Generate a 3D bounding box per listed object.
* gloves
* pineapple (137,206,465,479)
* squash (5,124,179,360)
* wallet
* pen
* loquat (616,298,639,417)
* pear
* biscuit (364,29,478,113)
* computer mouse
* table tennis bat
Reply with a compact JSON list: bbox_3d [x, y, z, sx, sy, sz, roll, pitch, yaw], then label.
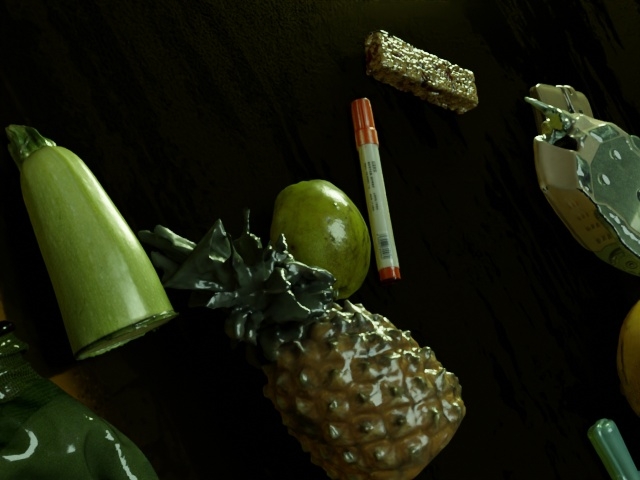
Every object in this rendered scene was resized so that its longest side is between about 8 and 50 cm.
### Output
[{"bbox_3d":[-0.194,0.180,0.758,0.268,0.107,0.135,47,33,9],"label":"gloves"},{"bbox_3d":[-0.022,0.085,0.948,0.340,0.169,0.169,45,44,-7],"label":"pineapple"},{"bbox_3d":[-0.214,-0.009,0.866,0.094,0.094,0.224,-19,75,-48],"label":"squash"},{"bbox_3d":[0.387,-0.188,1.579,0.153,0.039,0.118,0,71,-43],"label":"wallet"},{"bbox_3d":[0.065,-0.061,1.198,0.028,0.028,0.239,11,62,-41],"label":"pen"},{"bbox_3d":[0.524,0.169,1.384,0.235,0.235,0.235,22,55,-36],"label":"loquat"},{"bbox_3d":[0.000,0.000,1.045,0.107,0.107,0.131,-1,63,-45],"label":"pear"},{"bbox_3d":[0.137,-0.223,1.351,0.199,0.034,0.064,14,60,-39],"label":"biscuit"},{"bbox_3d":[0.426,-0.067,1.504,0.389,0.115,0.199,39,56,-9],"label":"computer mouse"},{"bbox_3d":[0.421,0.348,1.333,0.153,0.040,0.244,-32,96,-52],"label":"table tennis bat"}]
